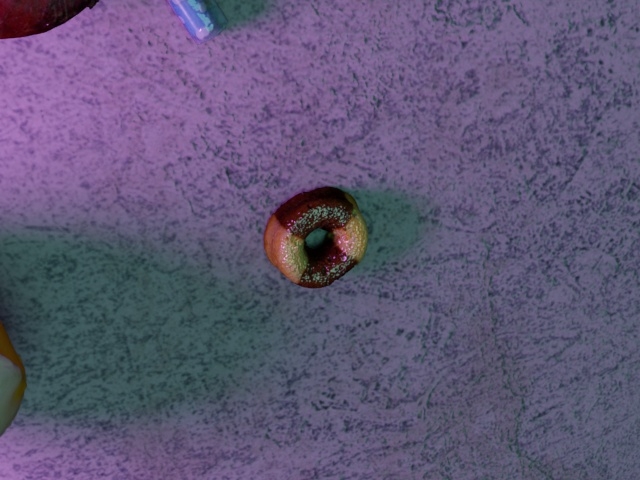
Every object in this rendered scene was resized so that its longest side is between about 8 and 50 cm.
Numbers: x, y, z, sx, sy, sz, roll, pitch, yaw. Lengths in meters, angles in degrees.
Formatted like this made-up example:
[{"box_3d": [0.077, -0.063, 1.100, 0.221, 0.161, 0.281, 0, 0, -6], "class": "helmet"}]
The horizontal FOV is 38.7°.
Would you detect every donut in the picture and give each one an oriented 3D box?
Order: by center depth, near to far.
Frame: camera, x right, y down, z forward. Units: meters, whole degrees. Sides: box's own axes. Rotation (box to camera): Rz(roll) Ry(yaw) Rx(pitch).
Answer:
[{"box_3d": [0.000, 0.000, 1.185, 0.140, 0.059, 0.140, -5, 110, -15], "class": "donut"}]

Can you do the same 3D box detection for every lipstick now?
[{"box_3d": [-0.164, -0.296, 1.013, 0.048, 0.048, 0.158, -35, 118, -1], "class": "lipstick"}]

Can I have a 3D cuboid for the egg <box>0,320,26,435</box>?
[{"box_3d": [-0.498, 0.143, 0.962, 0.345, 0.283, 0.283, 28, 101, -13], "class": "egg"}]

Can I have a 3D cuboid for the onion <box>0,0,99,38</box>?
[{"box_3d": [-0.308, -0.313, 0.882, 0.246, 0.190, 0.246, -18, 124, -29], "class": "onion"}]
